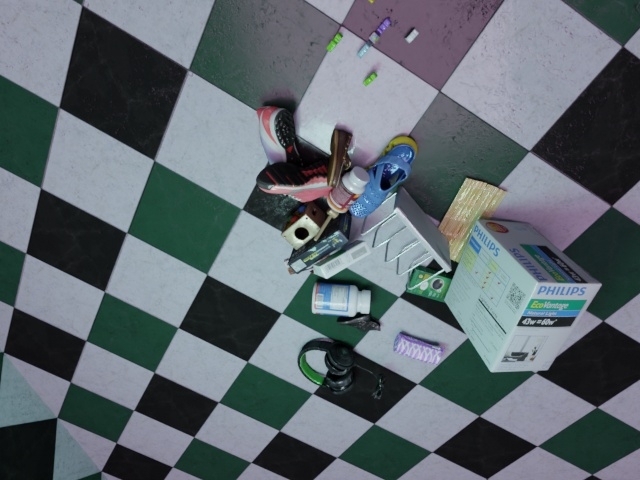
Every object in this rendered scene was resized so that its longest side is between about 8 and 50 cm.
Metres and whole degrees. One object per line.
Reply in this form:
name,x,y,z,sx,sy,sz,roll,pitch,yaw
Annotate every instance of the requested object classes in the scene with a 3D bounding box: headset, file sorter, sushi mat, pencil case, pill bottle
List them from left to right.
headset,0.081,0.569,1.787,0.394,0.185,0.244,6,121,17
pill bottle,0.082,0.233,1.631,0.221,0.124,0.124,5,120,4
pill bottle,0.092,-0.166,1.358,0.086,0.086,0.152,31,134,-11
file sorter,0.288,-0.005,1.419,0.173,0.193,0.278,-36,105,27
pencil case,0.407,0.452,1.734,0.206,0.086,0.088,16,133,-3
sushi mat,0.507,-0.064,1.466,0.151,0.019,0.317,20,120,-3

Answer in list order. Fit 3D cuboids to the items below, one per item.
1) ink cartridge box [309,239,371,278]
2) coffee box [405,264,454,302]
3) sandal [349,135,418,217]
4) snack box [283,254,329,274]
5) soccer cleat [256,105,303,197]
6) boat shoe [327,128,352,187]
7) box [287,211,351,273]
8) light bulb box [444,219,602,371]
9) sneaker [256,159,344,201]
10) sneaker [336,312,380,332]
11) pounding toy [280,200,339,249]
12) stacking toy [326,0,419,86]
ink cartridge box,0.053,0.058,1.452,0.181,0.224,0.056,-29,101,-14
coffee box,0.431,0.168,1.596,0.184,0.040,0.113,15,120,-1
sandal,0.195,-0.193,1.366,0.126,0.138,0.317,29,121,-12
snack box,-0.050,0.081,1.618,0.178,0.022,0.064,-18,115,17
soccer cleat,-0.137,-0.292,1.384,0.116,0.108,0.318,28,142,34
boat shoe,0.065,-0.260,1.319,0.073,0.207,0.073,13,161,-13
box,0.000,0.000,1.472,0.232,0.183,0.059,-33,110,22
light bulb box,0.629,0.174,1.373,0.225,0.358,0.361,2,122,-14
sneaker,-0.066,-0.171,1.356,0.313,0.116,0.136,-10,141,-33
sneaker,0.159,0.349,1.728,0.170,0.051,0.089,-15,112,11
pounding toy,-0.038,-0.070,1.438,0.206,0.181,0.094,-38,108,24
stacking toy,0.151,-0.582,1.201,0.167,0.052,0.221,41,118,-14
